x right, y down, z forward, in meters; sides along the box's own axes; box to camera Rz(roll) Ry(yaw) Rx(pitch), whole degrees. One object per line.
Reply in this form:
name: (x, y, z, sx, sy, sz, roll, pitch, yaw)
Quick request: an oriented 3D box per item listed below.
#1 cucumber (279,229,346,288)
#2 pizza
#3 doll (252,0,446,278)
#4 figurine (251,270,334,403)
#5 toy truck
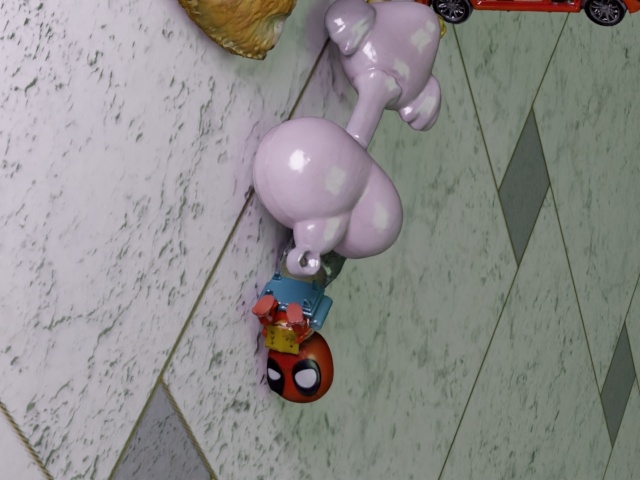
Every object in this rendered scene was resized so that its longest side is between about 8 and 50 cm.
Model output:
cucumber: (0.001, -0.002, 1.648, 0.112, 0.064, 0.064, -60, 147, -35)
pizza: (-0.059, -0.249, 1.438, 0.188, 0.080, 0.204, -47, 154, -16)
doll: (0.038, -0.112, 1.618, 0.160, 0.094, 0.365, 46, 51, -29)
figurine: (-0.023, 0.094, 1.616, 0.140, 0.068, 0.075, 81, 25, -44)
toy truck: (0.219, -0.296, 1.803, 0.107, 0.252, 0.114, -62, 144, -38)
